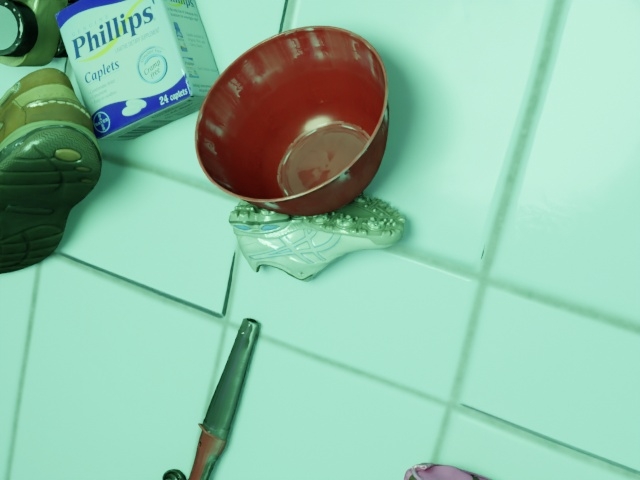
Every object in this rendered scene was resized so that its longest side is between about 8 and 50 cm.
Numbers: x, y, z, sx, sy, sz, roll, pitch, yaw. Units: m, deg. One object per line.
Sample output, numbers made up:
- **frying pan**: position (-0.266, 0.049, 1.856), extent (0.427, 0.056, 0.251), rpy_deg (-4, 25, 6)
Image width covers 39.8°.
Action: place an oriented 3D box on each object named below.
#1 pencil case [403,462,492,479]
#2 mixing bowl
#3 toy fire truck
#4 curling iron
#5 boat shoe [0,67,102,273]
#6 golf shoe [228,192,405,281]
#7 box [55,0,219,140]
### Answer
- **pencil case**: position (0.095, 0.306, 0.827), extent (0.098, 0.095, 0.209), rpy_deg (27, 106, 35)
- **mixing bowl**: position (-0.012, -0.090, 0.793), extent (0.181, 0.098, 0.182), rpy_deg (-10, 59, 18)
- **toy fire truck**: position (-0.358, -0.318, 0.923), extent (0.246, 0.158, 0.217), rpy_deg (21, 106, 10)
- **curling iron**: position (-0.126, 0.202, 0.938), extent (0.068, 0.035, 0.274), rpy_deg (31, 109, 17)
- **boat shoe**: position (-0.324, -0.063, 0.937), extent (0.324, 0.122, 0.120), rpy_deg (-34, 59, 41)
- **golf shoe**: position (0.000, 0.000, 0.848), extent (0.176, 0.069, 0.086), rpy_deg (6, 121, 25)
- **box**: position (-0.181, -0.185, 0.887), extent (0.126, 0.072, 0.137), rpy_deg (-19, 89, 25)
